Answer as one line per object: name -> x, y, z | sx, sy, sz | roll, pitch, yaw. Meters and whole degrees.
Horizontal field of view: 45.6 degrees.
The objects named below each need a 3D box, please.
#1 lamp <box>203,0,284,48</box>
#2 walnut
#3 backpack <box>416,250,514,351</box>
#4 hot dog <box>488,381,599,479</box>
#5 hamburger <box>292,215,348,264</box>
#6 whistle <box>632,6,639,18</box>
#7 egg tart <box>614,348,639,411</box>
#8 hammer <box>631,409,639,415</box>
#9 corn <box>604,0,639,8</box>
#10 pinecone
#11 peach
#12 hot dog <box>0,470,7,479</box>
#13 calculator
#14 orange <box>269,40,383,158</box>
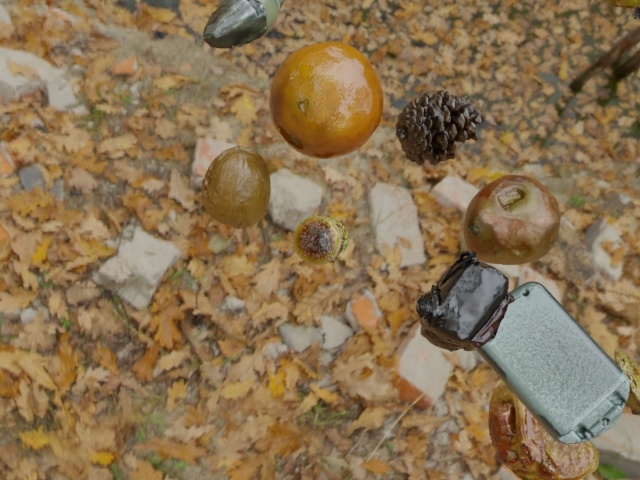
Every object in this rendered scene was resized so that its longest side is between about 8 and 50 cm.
lamp -> -0.150, -0.438, 1.499 | 0.101, 0.101, 0.250 | 37, 42, 5
walnut -> -0.194, -0.111, 1.798 | 0.167, 0.211, 0.087 | -2, 29, -13
backpack -> 0.189, 0.092, 1.007 | 0.105, 0.165, 0.120 | 37, 82, 16
hot dog -> 0.449, 0.423, 1.596 | 0.257, 0.150, 0.153 | 49, 64, -6
hamburger -> 0.000, 0.000, 1.921 | 0.141, 0.081, 0.127 | 15, 91, 6
whistle -> 0.744, -0.488, 1.605 | 0.176, 0.033, 0.033 | -6, 63, -3
egg tart -> 0.515, 0.244, 1.263 | 0.129, 0.049, 0.129 | 43, 24, -24
hammer -> 0.721, 0.345, 1.521 | 0.297, 0.125, 0.027 | 13, 59, -33
corn -> 0.293, -0.274, 0.529 | 0.120, 0.120, 0.363 | 42, 63, 8
pinecone -> 0.290, -0.283, 1.897 | 0.204, 0.184, 0.179 | -18, 104, -33
peach -> 0.434, -0.037, 1.760 | 0.235, 0.214, 0.214 | -16, 68, -30
hot dog -> -0.631, 0.408, 1.172 | 0.266, 0.388, 0.174 | 14, 53, -12
calculator -> 0.324, 0.170, 1.085 | 0.141, 0.045, 0.246 | -40, 78, -8
orange -> 0.012, -0.311, 1.704 | 0.260, 0.261, 0.261 | 8, 60, -13
